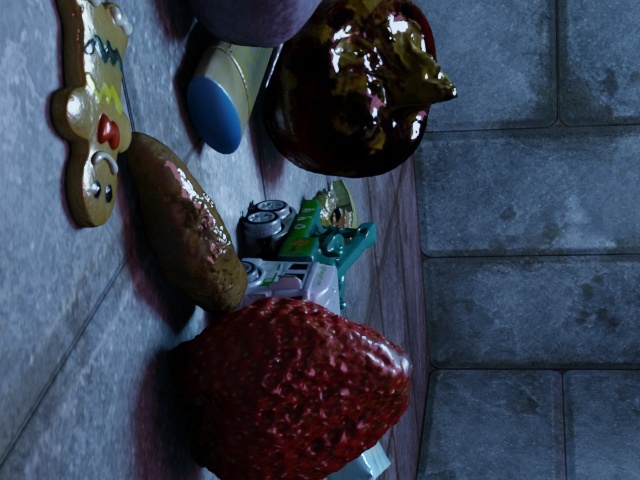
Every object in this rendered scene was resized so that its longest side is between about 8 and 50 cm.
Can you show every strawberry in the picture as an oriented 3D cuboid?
[{"bbox_3d":[-0.029,0.185,1.382,0.250,0.289,0.238,-52,136,-81],"label":"strawberry"}]

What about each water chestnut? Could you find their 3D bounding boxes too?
[{"bbox_3d":[0.068,-0.257,1.813,0.335,0.347,0.335,-14,112,-37],"label":"water chestnut"}]

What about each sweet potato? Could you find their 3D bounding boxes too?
[{"bbox_3d":[-0.148,0.009,1.309,0.114,0.092,0.341,51,-11,34],"label":"sweet potato"}]

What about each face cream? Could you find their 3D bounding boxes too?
[{"bbox_3d":[-0.118,-0.235,1.540,0.285,0.067,0.139,-78,162,-51],"label":"face cream"}]

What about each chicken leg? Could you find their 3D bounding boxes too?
[{"bbox_3d":[0.000,0.000,2.072,0.103,0.088,0.227,37,55,-59],"label":"chicken leg"}]

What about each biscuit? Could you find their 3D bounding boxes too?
[{"bbox_3d":[-0.218,-0.132,1.113,0.158,0.035,0.240,11,77,-76],"label":"biscuit"}]

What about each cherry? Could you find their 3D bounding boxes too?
[{"bbox_3d":[-0.083,-0.348,1.421,0.213,0.184,0.266,-76,147,-53],"label":"cherry"}]

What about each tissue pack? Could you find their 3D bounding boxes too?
[{"bbox_3d":[0.009,0.276,1.842,0.263,0.089,0.177,62,10,7],"label":"tissue pack"}]

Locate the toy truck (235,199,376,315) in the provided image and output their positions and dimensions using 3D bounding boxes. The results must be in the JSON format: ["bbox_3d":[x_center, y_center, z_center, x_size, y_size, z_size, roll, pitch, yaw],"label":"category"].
[{"bbox_3d":[-0.035,0.052,1.669,0.363,0.178,0.176,-61,149,-63],"label":"toy truck"}]

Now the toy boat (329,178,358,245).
[{"bbox_3d":[0.041,-0.043,2.355,0.066,0.065,0.172,34,51,-53],"label":"toy boat"}]
